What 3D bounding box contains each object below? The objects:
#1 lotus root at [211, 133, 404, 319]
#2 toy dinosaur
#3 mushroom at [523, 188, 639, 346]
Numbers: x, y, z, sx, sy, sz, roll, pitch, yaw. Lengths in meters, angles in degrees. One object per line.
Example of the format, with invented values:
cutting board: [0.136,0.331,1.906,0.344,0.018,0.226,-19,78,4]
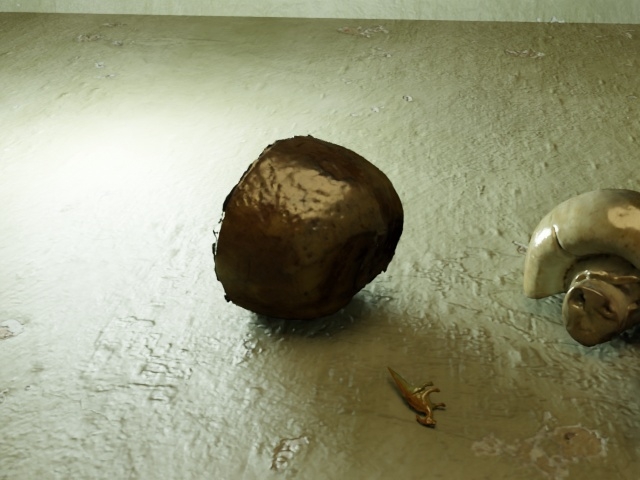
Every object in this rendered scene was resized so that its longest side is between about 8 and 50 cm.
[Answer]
lotus root: [0.000,0.000,1.206,0.192,0.272,0.272,23,36,24]
toy dinosaur: [0.119,0.183,1.056,0.041,0.026,0.113,-26,42,-7]
mushroom: [0.396,0.028,1.167,0.253,0.189,0.195,14,29,33]
